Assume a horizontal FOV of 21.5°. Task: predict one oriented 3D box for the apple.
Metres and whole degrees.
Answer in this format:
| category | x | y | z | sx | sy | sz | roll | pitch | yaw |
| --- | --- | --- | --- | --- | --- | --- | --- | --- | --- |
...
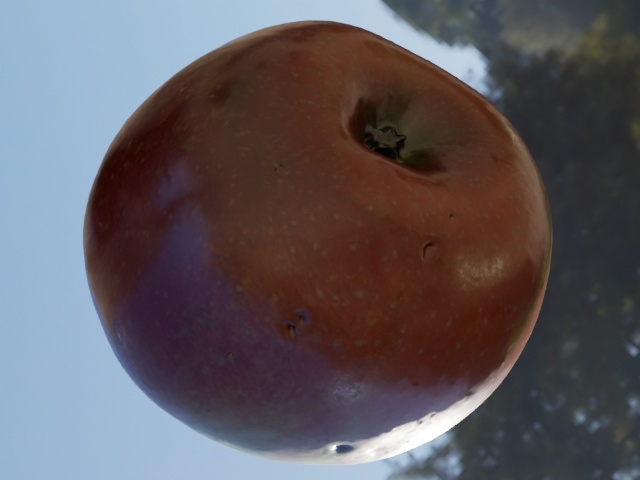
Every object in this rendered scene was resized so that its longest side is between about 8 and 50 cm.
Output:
| category | x | y | z | sx | sy | sz | roll | pitch | yaw |
| --- | --- | --- | --- | --- | --- | --- | --- | --- | --- |
| apple | 0.000 | 0.000 | 1.288 | 0.348 | 0.277 | 0.348 | 20 | -139 | -18 |
